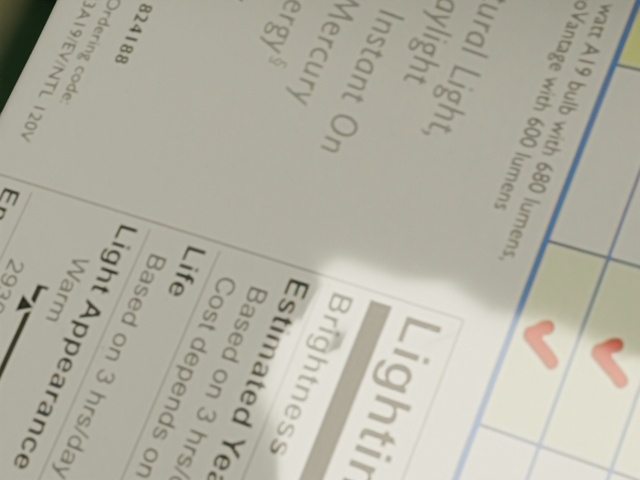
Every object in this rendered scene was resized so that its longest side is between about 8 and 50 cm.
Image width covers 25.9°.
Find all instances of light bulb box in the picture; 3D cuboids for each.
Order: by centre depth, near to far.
[{"bbox_3d":[0.072,0.065,0.465,0.361,0.358,0.225,17,166,24],"label":"light bulb box"}]

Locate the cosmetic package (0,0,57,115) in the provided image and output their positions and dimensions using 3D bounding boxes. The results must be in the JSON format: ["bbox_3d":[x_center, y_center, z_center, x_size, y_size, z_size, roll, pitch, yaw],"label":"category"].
[{"bbox_3d":[-0.120,-0.035,0.787,0.309,0.160,0.113,16,163,20],"label":"cosmetic package"}]
